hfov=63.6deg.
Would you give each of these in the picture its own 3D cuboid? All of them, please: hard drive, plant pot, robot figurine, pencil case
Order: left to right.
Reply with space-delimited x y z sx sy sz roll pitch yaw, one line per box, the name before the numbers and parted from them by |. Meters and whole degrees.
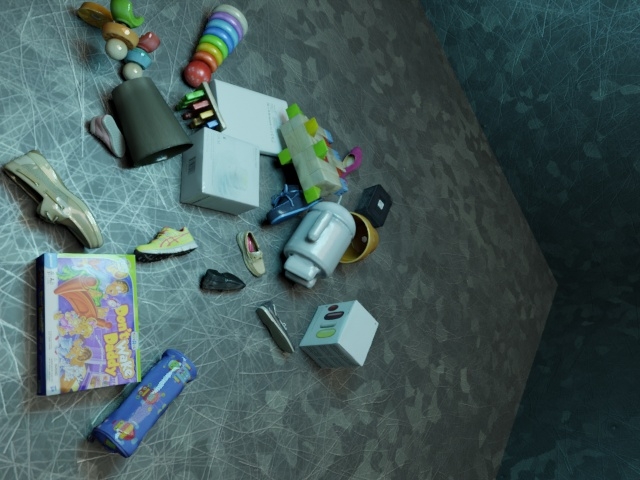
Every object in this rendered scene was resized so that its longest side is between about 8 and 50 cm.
pencil case | -0.471 0.441 1.401 0.119 0.133 0.306 36 48 3
hard drive | -0.249 -0.440 1.913 0.353 0.047 0.232 1 78 -50
robot figurine | 0.000 0.000 1.913 0.200 0.300 0.353 29 67 9
plant pot | 0.144 -0.008 2.111 0.188 0.205 0.205 5 74 -61

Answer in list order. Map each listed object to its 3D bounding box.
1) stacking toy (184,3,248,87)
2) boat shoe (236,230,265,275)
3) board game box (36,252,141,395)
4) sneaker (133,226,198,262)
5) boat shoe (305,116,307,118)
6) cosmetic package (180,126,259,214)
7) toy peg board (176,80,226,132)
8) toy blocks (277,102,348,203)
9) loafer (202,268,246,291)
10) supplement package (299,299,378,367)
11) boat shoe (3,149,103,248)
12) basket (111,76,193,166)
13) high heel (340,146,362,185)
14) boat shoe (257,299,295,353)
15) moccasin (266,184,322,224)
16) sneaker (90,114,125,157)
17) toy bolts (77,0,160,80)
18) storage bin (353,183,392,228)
stacking toy | -0.377 -0.667 1.817 0.141 0.141 0.330 37 61 -33
boat shoe | -0.234 0.045 1.796 0.063 0.059 0.170 -35 104 -45
board game box | -0.606 0.210 1.353 0.233 0.078 0.346 2 76 -42
sneaker | -0.475 0.006 1.560 0.209 0.081 0.094 -13 81 -53
boat shoe | -0.062 -0.439 2.110 0.049 0.056 0.152 -30 100 -51
cosmetic package | -0.329 -0.224 1.721 0.225 0.138 0.224 13 70 -44
toy peg board | -0.401 -0.413 1.700 0.079 0.161 0.160 -28 100 -28
toy blocks | -0.005 -0.306 1.987 0.261 0.191 0.381 14 52 -59
loafer | -0.318 0.140 1.697 0.170 0.062 0.061 23 102 -47
supplement package | 0.069 0.349 1.911 0.149 0.203 0.194 48 49 -25
boat shoe | -0.691 -0.089 1.345 0.098 0.109 0.302 -44 104 -37
basket | -0.521 -0.362 1.563 0.204 0.154 0.226 -28 95 -47
high heel | 0.102 -0.337 2.230 0.117 0.082 0.244 47 62 -39
boat shoe | -0.141 0.302 1.807 0.065 0.075 0.206 -41 104 -40
moccasin | -0.111 -0.151 1.946 0.116 0.138 0.342 61 30 -4
sneaker | -0.627 -0.307 1.515 0.051 0.070 0.134 -66 154 -44
toy bolts | -0.611 -0.586 1.551 0.228 0.218 0.158 42 59 -71
storage bin | 0.237 -0.149 2.310 0.122 0.084 0.180 46 51 -26
